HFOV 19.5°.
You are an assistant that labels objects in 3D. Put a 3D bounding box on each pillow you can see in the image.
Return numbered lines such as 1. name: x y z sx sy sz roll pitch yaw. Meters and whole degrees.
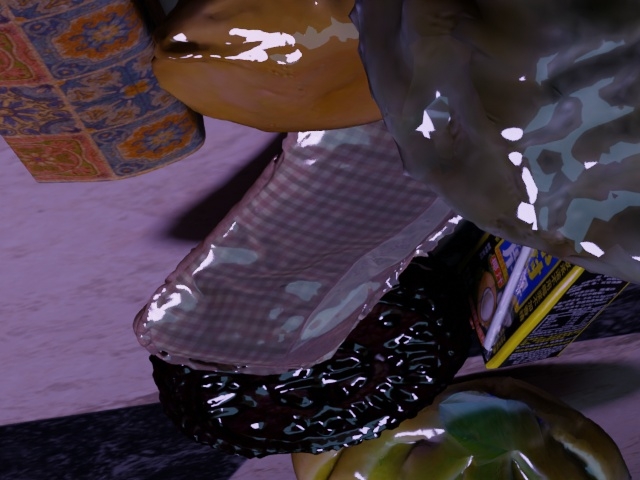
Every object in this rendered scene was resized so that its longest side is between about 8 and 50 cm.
1. pillow: 0.002 0.001 0.921 0.135 0.034 0.211 6 139 -37

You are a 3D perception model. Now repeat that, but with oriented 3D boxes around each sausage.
1. sausage: 0.096 -0.084 0.698 0.354 0.116 0.134 3 169 -34

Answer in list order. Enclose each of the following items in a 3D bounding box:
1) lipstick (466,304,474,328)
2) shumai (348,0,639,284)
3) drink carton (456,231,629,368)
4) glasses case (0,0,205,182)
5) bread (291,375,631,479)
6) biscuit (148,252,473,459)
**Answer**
1. lipstick: 0.044 0.055 1.164 0.129 0.030 0.030 -6 158 -21
2. shumai: 0.091 -0.117 0.475 0.189 0.256 0.218 19 179 -21
3. drink carton: 0.129 0.011 1.046 0.056 0.071 0.165 -11 159 -17
4. glasses case: -0.097 -0.080 0.662 0.075 0.049 0.218 -16 161 2
5. bread: 0.120 0.197 1.426 0.261 0.156 0.158 -11 162 -13
6. biscuit: -0.004 0.064 1.072 0.195 0.053 0.194 -9 143 -7
